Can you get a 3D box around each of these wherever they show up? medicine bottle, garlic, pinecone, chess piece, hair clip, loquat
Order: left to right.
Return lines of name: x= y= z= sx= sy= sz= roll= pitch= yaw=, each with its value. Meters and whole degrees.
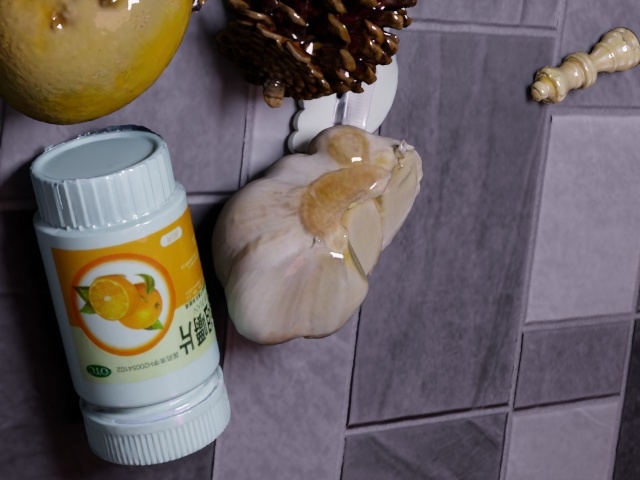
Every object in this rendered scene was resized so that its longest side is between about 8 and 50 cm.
loquat: x=-0.238 y=-0.224 z=1.581 sx=0.244 sy=0.244 sz=0.244 roll=-12 pitch=110 yaw=-37
medicine bottle: x=-0.195 y=0.055 z=1.728 sx=0.158 sy=0.158 sz=0.318 roll=-26 pitch=118 yaw=-32
garlic: x=-0.017 y=-0.001 z=1.862 sx=0.203 sy=0.184 sz=0.281 roll=87 pitch=25 yaw=-51
pinecone: x=0.004 y=-0.237 z=1.797 sx=0.212 sy=0.185 sz=0.169 roll=-37 pitch=136 yaw=-30
hair clip: x=0.043 y=-0.194 z=1.932 sx=0.140 sy=0.054 sz=0.220 roll=7 pitch=100 yaw=-45
chess piece: x=0.335 y=-0.218 z=2.169 sx=0.172 sy=0.060 sz=0.060 roll=-28 pitch=119 yaw=-29

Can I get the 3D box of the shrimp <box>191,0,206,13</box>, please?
shrimp: x=-0.128 y=-0.296 z=1.774 sx=0.091 sy=0.025 sz=0.127 roll=30 pitch=78 yaw=-41
